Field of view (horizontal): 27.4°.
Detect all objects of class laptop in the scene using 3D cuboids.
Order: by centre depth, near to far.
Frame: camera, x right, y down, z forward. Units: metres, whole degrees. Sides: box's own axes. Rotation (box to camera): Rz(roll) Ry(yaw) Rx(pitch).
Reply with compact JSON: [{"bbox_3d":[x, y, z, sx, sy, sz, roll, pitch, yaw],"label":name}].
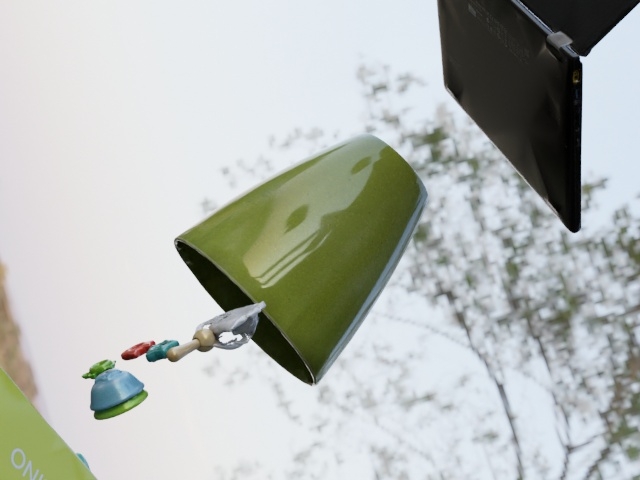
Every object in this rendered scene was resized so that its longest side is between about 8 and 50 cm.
[{"bbox_3d":[0.322,-0.300,1.642,0.382,0.236,0.408,-121,-163,-48],"label":"laptop"}]

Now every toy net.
[{"bbox_3d":[-0.166,0.135,1.536,0.122,0.232,0.045,-146,-147,-78],"label":"toy net"}]

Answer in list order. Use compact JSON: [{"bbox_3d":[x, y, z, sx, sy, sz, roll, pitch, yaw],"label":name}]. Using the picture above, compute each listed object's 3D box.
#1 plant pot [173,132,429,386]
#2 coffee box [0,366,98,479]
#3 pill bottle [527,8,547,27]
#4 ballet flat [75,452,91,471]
[{"bbox_3d":[0.000,0.000,1.788,0.275,0.293,0.275,43,-13,13],"label":"plant pot"},{"bbox_3d":[-0.390,0.276,0.986,0.337,0.334,0.338,57,35,-30],"label":"coffee box"},{"bbox_3d":[0.311,-0.377,2.022,0.136,0.136,0.245,91,9,-49],"label":"pill bottle"},{"bbox_3d":[-0.298,0.314,1.488,0.247,0.087,0.083,-43,-163,45],"label":"ballet flat"}]
